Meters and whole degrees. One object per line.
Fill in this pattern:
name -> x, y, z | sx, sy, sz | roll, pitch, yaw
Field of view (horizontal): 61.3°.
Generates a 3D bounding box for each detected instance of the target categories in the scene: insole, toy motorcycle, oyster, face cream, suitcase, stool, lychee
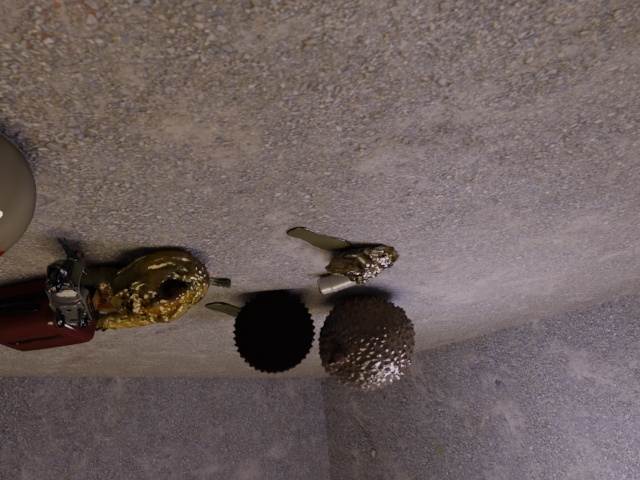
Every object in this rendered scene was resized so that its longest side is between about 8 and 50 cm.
insole -> 0.000, 0.000, 1.537 | 0.086, 0.005, 0.253 | -23, 153, 36
toy motorcycle -> -0.643, 0.124, 1.390 | 0.091, 0.157, 0.263 | 3, 138, -4
oyster -> 0.134, 0.076, 1.669 | 0.223, 0.083, 0.214 | -17, 161, 9
insole -> -0.333, 0.289, 2.175 | 0.119, 0.009, 0.348 | -15, 157, 24
face cream -> 0.112, 0.126, 1.825 | 0.244, 0.058, 0.092 | -16, 162, 12
suitcase -> -0.865, 0.232, 1.668 | 0.297, 0.161, 0.236 | -10, 150, 14
stool -> -0.171, 0.371, 2.059 | 0.297, 0.297, 0.330 | -4, 162, -4
lychee -> 0.179, 0.390, 2.101 | 0.380, 0.380, 0.432 | -26, 177, 41

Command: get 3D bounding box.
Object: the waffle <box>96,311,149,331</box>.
waffle -> -0.676, 0.280, 1.932 | 0.307, 0.060, 0.312 | -14, 168, 21

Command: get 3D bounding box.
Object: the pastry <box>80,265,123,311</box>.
pastry -> -0.629, 0.140, 1.607 | 0.182, 0.093, 0.192 | -5, 151, 1

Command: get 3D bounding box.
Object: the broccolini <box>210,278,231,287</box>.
broccolini -> -0.360, 0.134, 1.767 | 0.140, 0.030, 0.035 | 9, -170, -23

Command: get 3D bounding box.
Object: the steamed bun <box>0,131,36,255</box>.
steamed bun -> -0.689, -0.059, 0.904 | 0.375, 0.241, 0.374 | -5, 155, -3

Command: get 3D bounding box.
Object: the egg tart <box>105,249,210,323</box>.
egg tart -> -0.453, 0.154, 1.532 | 0.297, 0.132, 0.297 | -14, 140, -13
